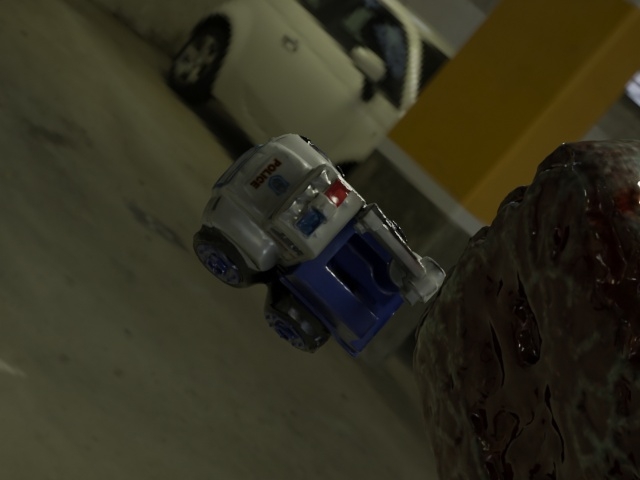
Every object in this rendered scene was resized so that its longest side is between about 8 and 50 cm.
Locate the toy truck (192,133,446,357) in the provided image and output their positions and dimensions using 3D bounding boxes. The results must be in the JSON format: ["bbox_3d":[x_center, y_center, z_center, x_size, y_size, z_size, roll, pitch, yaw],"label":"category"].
[{"bbox_3d":[0.000,0.000,1.167,0.213,0.161,0.177,45,-16,-9],"label":"toy truck"}]

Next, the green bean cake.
[{"bbox_3d":[0.135,0.074,0.652,0.097,0.232,0.198,0,60,-24],"label":"green bean cake"}]
